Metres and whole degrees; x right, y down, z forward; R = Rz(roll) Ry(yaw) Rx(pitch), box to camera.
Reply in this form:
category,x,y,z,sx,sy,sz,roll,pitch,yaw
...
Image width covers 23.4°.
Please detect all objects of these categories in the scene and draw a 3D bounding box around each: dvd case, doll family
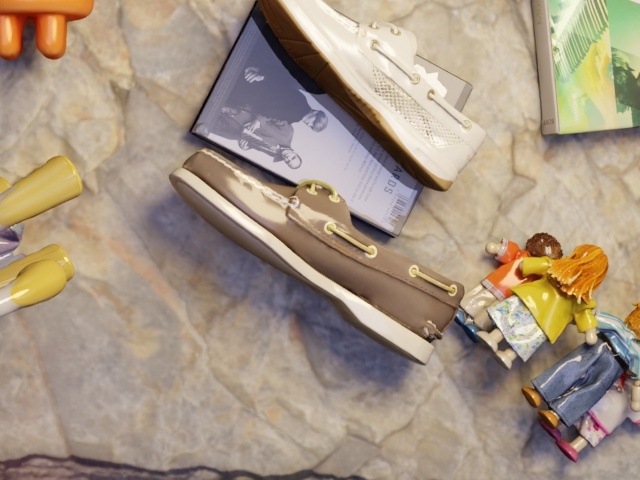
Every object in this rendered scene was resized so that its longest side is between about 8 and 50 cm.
category,x,y,z,sx,sy,sz,roll,pitch,yaw
dvd case,0.013,-0.134,1.578,0.239,0.029,0.179,27,87,-10
doll family,0.267,0.101,1.584,0.163,0.118,0.263,-40,98,-6

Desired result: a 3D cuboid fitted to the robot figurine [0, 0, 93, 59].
category,x,y,z,sx,sy,sz,roll,pitch,yaw
robot figurine,-0.278,-0.283,1.473,0.158,0.128,0.219,0,93,33

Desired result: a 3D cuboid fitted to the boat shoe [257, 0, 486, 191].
category,x,y,z,sx,sy,sz,roll,pitch,yaw
boat shoe,0.054,-0.173,1.524,0.096,0.098,0.277,-47,108,-7

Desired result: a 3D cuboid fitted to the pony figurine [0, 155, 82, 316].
category,x,y,z,sx,sy,sz,roll,pitch,yaw
pony figurine,-0.408,0.059,1.385,0.363,0.351,0.302,-30,101,-26

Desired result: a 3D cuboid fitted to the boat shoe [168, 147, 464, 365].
category,x,y,z,sx,sy,sz,roll,pitch,yaw
boat shoe,0.000,0.000,1.540,0.324,0.116,0.096,35,82,-13

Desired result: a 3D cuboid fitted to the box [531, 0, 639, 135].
category,x,y,z,sx,sy,sz,roll,pitch,yaw
box,0.382,-0.239,1.623,0.322,0.058,0.232,-7,93,-8
